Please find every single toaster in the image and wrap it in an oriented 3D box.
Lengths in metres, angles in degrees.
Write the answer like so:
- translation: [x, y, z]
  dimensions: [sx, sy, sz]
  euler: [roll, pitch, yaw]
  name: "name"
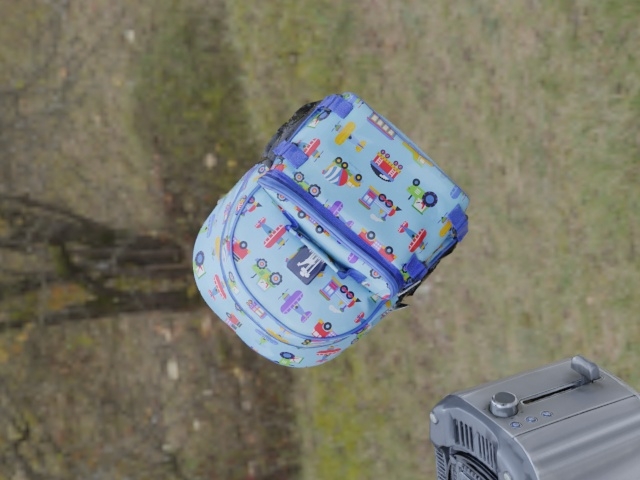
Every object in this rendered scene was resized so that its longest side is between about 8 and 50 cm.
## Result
- translation: [0.174, 0.195, 0.983]
  dimensions: [0.129, 0.146, 0.227]
  euler: [35, 139, 54]
  name: "toaster"

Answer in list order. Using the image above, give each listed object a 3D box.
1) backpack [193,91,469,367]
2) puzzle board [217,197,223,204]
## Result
- translation: [0.000, 0.000, 0.953]
  dimensions: [0.158, 0.173, 0.117]
  euler: [46, 166, -4]
  name: "backpack"
- translation: [-0.018, 0.003, 1.125]
  dimensions: [0.011, 0.096, 0.128]
  euler: [-87, -27, -70]
  name: "puzzle board"
